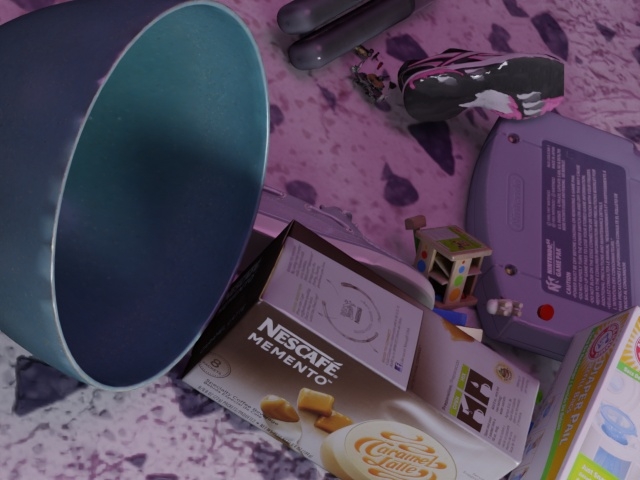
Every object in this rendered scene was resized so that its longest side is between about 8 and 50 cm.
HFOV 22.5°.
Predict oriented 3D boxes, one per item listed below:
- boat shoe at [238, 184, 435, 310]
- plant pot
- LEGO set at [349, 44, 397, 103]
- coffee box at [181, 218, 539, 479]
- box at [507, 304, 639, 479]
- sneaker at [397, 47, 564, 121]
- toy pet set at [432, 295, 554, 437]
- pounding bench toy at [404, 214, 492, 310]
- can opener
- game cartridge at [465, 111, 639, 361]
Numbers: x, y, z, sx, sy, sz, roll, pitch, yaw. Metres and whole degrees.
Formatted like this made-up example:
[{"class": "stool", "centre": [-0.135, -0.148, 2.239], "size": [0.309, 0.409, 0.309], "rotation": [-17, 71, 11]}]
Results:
[{"class": "boat shoe", "centre": [-0.001, 0.000, 1.403], "size": [0.227, 0.079, 0.081], "rotation": [21, 48, -14]}, {"class": "plant pot", "centre": [-0.192, -0.054, 1.198], "size": [0.195, 0.290, 0.290], "rotation": [16, 37, 23]}, {"class": "LEGO set", "centre": [0.049, -0.163, 1.619], "size": [0.054, 0.023, 0.083], "rotation": [33, 31, -15]}, {"class": "coffee box", "centre": [0.033, 0.112, 1.301], "size": [0.246, 0.141, 0.098], "rotation": [34, 44, -12]}, {"class": "box", "centre": [0.254, 0.175, 1.404], "size": [0.114, 0.103, 0.203], "rotation": [35, 62, -10]}, {"class": "sneaker", "centre": [0.160, -0.169, 1.625], "size": [0.178, 0.072, 0.077], "rotation": [-2, 32, -17]}, {"class": "toy pet set", "centre": [0.139, 0.108, 1.452], "size": [0.114, 0.065, 0.122], "rotation": [11, 88, -27]}, {"class": "pounding bench toy", "centre": [0.105, 0.021, 1.490], "size": [0.052, 0.065, 0.083], "rotation": [-8, 32, -40]}, {"class": "can opener", "centre": [0.046, -0.253, 1.660], "size": [0.283, 0.095, 0.076], "rotation": [-35, 114, -40]}, {"class": "game cartridge", "centre": [0.240, -0.004, 1.593], "size": [0.196, 0.060, 0.294], "rotation": [21, 48, -16]}]
